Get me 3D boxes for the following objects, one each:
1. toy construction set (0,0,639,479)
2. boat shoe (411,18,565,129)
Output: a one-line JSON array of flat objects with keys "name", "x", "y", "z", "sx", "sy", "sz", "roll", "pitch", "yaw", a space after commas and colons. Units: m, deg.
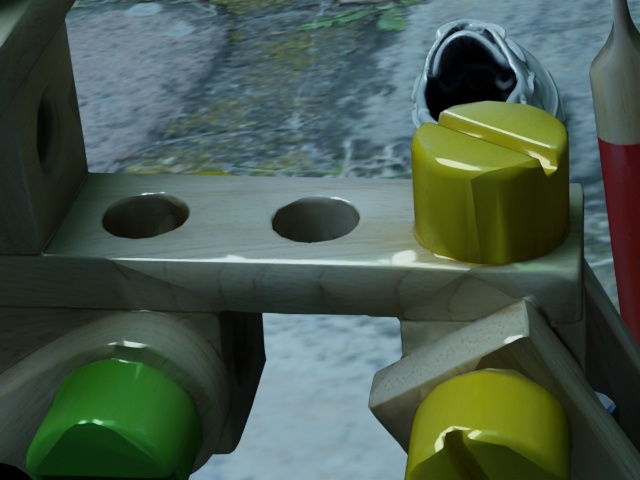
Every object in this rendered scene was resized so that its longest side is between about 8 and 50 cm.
[{"name": "toy construction set", "x": 0.000, "y": 0.000, "z": 0.437, "sx": 0.257, "sy": 0.237, "sz": 0.309, "roll": 8, "pitch": 30, "yaw": 35}, {"name": "boat shoe", "x": 0.067, "y": -0.062, "z": 0.750, "sx": 0.066, "sy": 0.063, "sz": 0.184, "roll": -4, "pitch": 26, "yaw": 15}]
